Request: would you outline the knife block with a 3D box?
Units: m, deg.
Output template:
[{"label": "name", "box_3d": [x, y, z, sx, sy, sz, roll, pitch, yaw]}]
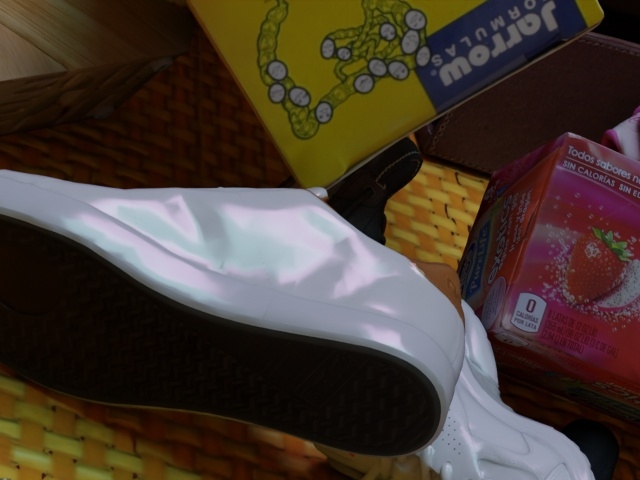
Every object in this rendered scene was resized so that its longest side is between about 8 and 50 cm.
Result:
[{"label": "knife block", "box_3d": [-0.230, -0.176, 1.008, 0.275, 0.088, 0.242, -17, 79, -49]}]

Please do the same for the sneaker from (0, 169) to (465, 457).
[{"label": "sneaker", "box_3d": [-0.068, 0.017, 0.897, 0.290, 0.106, 0.123, 18, 39, 3]}]

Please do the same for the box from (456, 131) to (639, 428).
[{"label": "box", "box_3d": [0.213, 0.048, 1.046, 0.257, 0.123, 0.128, 22, -12, -10]}]

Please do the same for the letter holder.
[{"label": "letter holder", "box_3d": [0.241, -0.142, 1.298, 0.301, 0.214, 0.152, 17, 33, -19]}]

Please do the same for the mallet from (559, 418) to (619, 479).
[{"label": "mallet", "box_3d": [0.204, 0.168, 0.999, 0.189, 0.039, 0.062, 32, 34, -2]}]

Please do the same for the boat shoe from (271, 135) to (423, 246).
[{"label": "boat shoe", "box_3d": [0.000, -0.001, 1.041, 0.073, 0.080, 0.223, 43, 39, 12]}]

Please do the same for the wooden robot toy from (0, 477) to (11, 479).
[{"label": "wooden robot toy", "box_3d": [-0.198, 0.135, 0.716, 0.173, 0.076, 0.079, 6, 73, -33]}]

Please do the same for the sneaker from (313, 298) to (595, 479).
[{"label": "sneaker", "box_3d": [0.055, 0.114, 0.920, 0.115, 0.090, 0.232, 0, 32, -28]}]

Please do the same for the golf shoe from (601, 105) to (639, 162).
[{"label": "golf shoe", "box_3d": [0.273, -0.082, 1.186, 0.140, 0.306, 0.115, 28, -8, 6]}]

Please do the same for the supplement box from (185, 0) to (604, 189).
[{"label": "supplement box", "box_3d": [-0.008, -0.211, 1.076, 0.195, 0.194, 0.356, 58, 1, -28]}]
